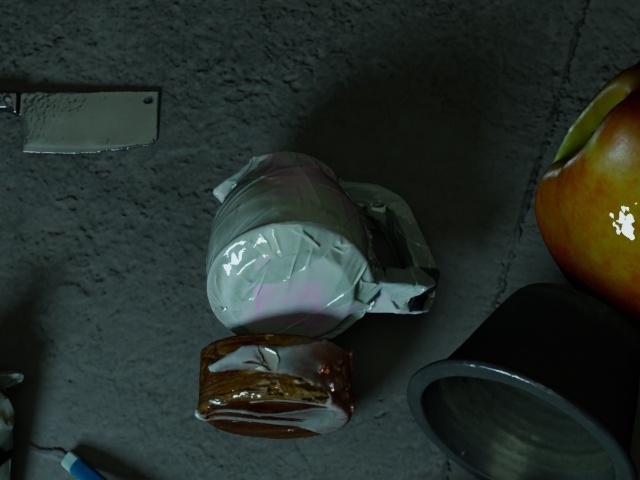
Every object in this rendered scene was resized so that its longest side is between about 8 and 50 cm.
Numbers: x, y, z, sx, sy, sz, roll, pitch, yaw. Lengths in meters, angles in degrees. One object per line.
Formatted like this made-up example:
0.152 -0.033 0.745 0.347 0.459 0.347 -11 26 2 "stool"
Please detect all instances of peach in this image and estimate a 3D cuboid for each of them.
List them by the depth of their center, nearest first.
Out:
0.350 -0.021 1.716 0.274 0.248 0.245 35 116 -1 "peach"

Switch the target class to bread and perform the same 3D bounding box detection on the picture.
-0.044 0.143 1.753 0.160 0.160 0.073 -3 66 6 "bread"

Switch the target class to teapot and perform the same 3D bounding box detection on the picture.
-0.005 -0.010 1.772 0.221 0.163 0.178 -14 42 7 "teapot"

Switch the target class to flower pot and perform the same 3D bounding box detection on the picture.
0.219 0.137 1.708 0.235 0.235 0.148 25 62 12 "flower pot"

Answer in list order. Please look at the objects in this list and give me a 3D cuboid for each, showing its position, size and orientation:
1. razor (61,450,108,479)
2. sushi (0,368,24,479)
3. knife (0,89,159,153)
-0.188 0.273 1.798 0.191 0.037 0.068 35 84 14 "razor"
-0.390 0.222 1.803 0.109 0.134 0.273 1 85 39 "sushi"
-0.296 -0.129 1.924 0.245 0.019 0.072 1 77 5 "knife"
